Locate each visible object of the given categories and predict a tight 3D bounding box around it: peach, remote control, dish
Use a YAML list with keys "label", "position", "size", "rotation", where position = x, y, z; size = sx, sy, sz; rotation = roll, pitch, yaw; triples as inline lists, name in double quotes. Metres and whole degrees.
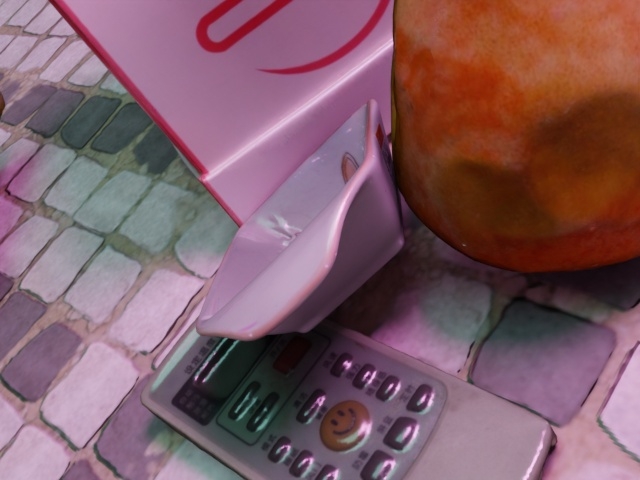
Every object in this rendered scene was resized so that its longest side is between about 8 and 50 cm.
- label: "peach"
  position: [0.129, -0.104, 0.487]
  size: [0.214, 0.235, 0.214]
  rotation: [-16, 38, 13]
- label: "remote control"
  position: [0.002, 0.111, 0.524]
  size: [0.285, 0.038, 0.123]
  rotation: [21, 66, 45]
- label: "dish"
  position: [0.000, 0.000, 0.546]
  size: [0.154, 0.064, 0.234]
  rotation: [-43, 11, 17]

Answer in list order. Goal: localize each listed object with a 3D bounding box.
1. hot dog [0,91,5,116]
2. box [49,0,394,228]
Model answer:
- label: "hot dog"
  position: [-0.508, 0.016, 0.871]
  size: [0.367, 0.196, 0.365]
  rotation: [-27, 39, 21]
- label: "box"
  position: [-0.061, -0.253, 0.704]
  size: [0.312, 0.300, 0.314]
  rotation: [-36, 40, 1]
